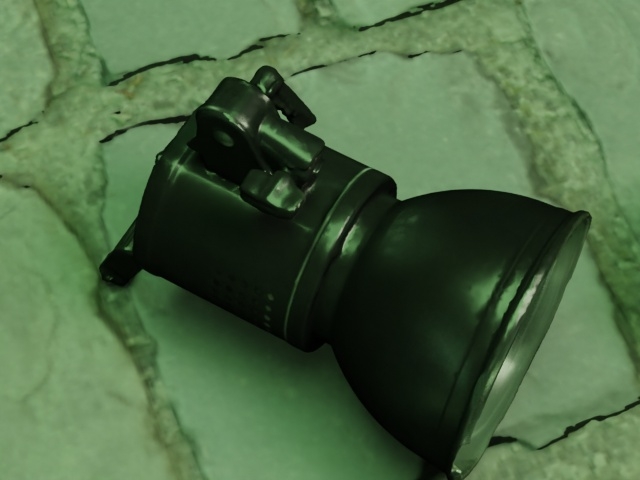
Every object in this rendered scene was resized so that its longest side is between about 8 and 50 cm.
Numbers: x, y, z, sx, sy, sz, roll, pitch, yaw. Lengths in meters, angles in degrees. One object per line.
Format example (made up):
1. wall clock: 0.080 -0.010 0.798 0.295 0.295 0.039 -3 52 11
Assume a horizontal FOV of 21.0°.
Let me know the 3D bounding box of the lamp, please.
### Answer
1. lamp: 0.000 0.000 0.849 0.227 0.172 0.147 26 64 13
